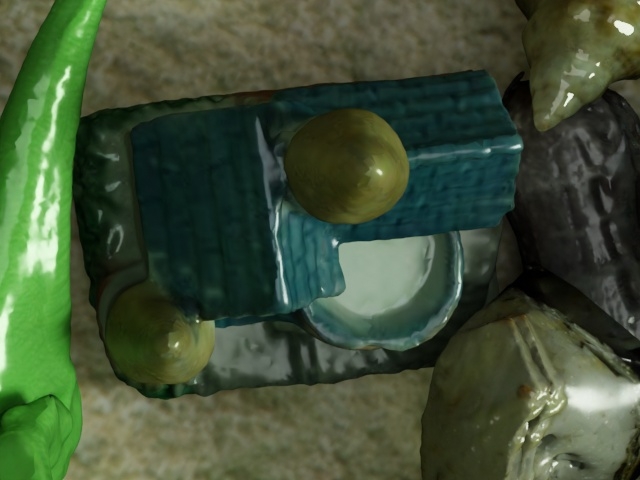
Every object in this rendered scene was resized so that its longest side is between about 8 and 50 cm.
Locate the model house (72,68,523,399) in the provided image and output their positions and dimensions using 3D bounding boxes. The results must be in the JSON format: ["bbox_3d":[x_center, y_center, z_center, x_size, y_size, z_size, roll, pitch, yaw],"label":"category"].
[{"bbox_3d":[0.000,0.000,1.027,0.267,0.325,0.194,-7,92,-9],"label":"model house"}]

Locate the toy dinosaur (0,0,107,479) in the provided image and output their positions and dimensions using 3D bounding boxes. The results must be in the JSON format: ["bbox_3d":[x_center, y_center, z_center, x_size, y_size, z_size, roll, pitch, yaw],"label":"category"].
[{"bbox_3d":[-0.173,0.071,1.052,0.144,0.374,0.500,20,66,1],"label":"toy dinosaur"}]

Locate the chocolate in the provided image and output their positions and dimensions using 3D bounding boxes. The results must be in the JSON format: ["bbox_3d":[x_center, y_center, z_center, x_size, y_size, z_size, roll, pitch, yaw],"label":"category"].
[{"bbox_3d":[0.176,0.008,1.170,0.110,0.110,0.248,-10,95,-9],"label":"chocolate"}]

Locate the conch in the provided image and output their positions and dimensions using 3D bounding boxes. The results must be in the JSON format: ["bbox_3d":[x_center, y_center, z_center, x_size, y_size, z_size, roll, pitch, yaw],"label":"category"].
[{"bbox_3d":[0.188,-0.233,1.143,0.203,0.170,0.386,36,51,-31],"label":"conch"}]

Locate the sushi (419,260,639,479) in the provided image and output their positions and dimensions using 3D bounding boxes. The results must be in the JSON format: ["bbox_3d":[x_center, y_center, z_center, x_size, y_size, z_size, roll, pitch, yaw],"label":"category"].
[{"bbox_3d":[0.106,0.164,1.119,0.134,0.109,0.273,36,119,22],"label":"sushi"}]
